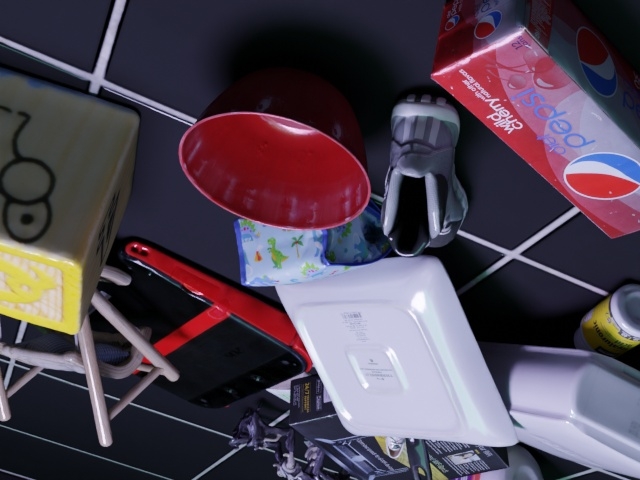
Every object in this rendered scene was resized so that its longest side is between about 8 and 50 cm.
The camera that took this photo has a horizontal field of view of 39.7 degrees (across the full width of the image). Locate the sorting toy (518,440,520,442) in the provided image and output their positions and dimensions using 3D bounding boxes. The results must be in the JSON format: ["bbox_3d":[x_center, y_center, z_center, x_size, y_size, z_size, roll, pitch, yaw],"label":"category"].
[{"bbox_3d":[0.413,0.300,1.381,0.208,0.038,0.193,7,149,11],"label":"sorting toy"}]

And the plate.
[{"bbox_3d":[0.079,0.152,1.119,0.277,0.045,0.277,-6,116,44],"label":"plate"}]

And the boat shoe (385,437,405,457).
[{"bbox_3d":[0.110,0.287,1.291,0.035,0.035,0.100,2,142,-2],"label":"boat shoe"}]

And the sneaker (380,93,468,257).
[{"bbox_3d":[0.094,-0.026,0.877,0.086,0.132,0.228,5,148,15],"label":"sneaker"}]

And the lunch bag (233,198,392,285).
[{"bbox_3d":[0.000,0.000,1.001,0.129,0.096,0.151,-12,170,37],"label":"lunch bag"}]

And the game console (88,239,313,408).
[{"bbox_3d":[-0.217,0.142,1.375,0.342,0.060,0.387,32,145,-19],"label":"game console"}]

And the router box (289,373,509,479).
[{"bbox_3d":[0.129,0.291,1.393,0.243,0.081,0.309,-17,139,22],"label":"router box"}]

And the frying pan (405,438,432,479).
[{"bbox_3d":[0.136,0.189,1.187,0.197,0.053,0.326,-24,107,37],"label":"frying pan"}]

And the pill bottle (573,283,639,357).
[{"bbox_3d":[0.348,0.102,1.050,0.065,0.065,0.116,17,152,-5],"label":"pill bottle"}]

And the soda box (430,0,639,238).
[{"bbox_3d":[0.212,-0.108,0.739,0.263,0.083,0.092,35,143,-31],"label":"soda box"}]

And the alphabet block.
[{"bbox_3d":[-0.318,-0.041,0.958,0.193,0.197,0.193,17,150,-4],"label":"alphabet block"}]

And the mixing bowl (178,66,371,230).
[{"bbox_3d":[-0.033,-0.099,0.841,0.182,0.098,0.181,11,150,6],"label":"mixing bowl"}]

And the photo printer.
[{"bbox_3d":[0.324,0.220,1.150,0.256,0.107,0.307,28,167,-20],"label":"photo printer"}]

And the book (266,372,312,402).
[{"bbox_3d":[-0.016,0.269,1.518,0.096,0.035,0.144,-13,142,44],"label":"book"}]

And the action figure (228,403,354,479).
[{"bbox_3d":[-0.022,0.398,1.629,0.276,0.141,0.164,36,144,-5],"label":"action figure"}]

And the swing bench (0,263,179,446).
[{"bbox_3d":[-0.376,0.126,1.243,0.253,0.165,0.254,3,125,38],"label":"swing bench"}]

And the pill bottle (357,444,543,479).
[{"bbox_3d":[0.224,0.460,1.583,0.323,0.181,0.181,-14,140,40],"label":"pill bottle"}]
